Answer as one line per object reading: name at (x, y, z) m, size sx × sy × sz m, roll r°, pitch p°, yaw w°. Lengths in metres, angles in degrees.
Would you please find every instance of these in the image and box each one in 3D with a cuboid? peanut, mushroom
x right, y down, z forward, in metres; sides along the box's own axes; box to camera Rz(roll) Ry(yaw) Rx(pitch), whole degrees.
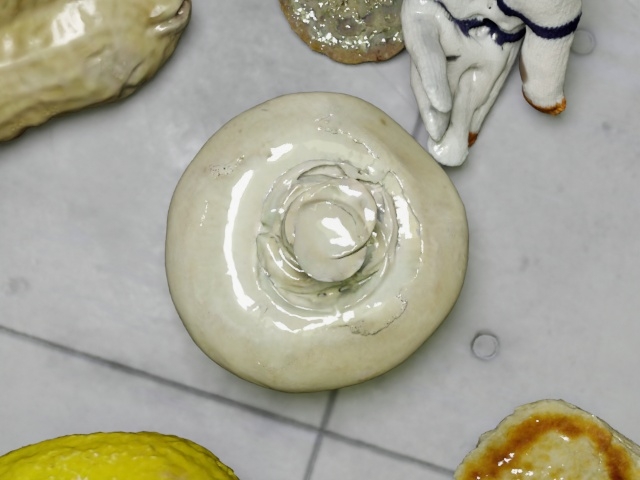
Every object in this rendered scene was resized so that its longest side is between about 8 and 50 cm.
peanut at (-0.245, -0.154, 1.178) m, size 0.290 × 0.130 × 0.130 m, roll -20°, pitch 86°, yaw -3°
mushroom at (0.000, 0.000, 1.124) m, size 0.246 × 0.202 × 0.246 m, roll 1°, pitch 83°, yaw -9°

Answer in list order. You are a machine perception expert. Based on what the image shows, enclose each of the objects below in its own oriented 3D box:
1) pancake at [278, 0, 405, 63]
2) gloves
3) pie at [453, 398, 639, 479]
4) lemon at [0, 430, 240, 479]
pancake at (0.033, -0.228, 1.205) m, size 0.158 × 0.028 × 0.158 m, roll 2°, pitch 102°, yaw 10°
gloves at (0.128, -0.171, 1.153) m, size 0.140 × 0.218 × 0.131 m, roll -10°, pitch 54°, yaw -23°
pie at (0.204, 0.234, 1.159) m, size 0.205 × 0.084 × 0.179 m, roll 40°, pitch 87°, yaw 6°
lemon at (-0.171, 0.280, 1.074) m, size 0.322 × 0.268 × 0.268 m, roll -13°, pitch 86°, yaw -1°
